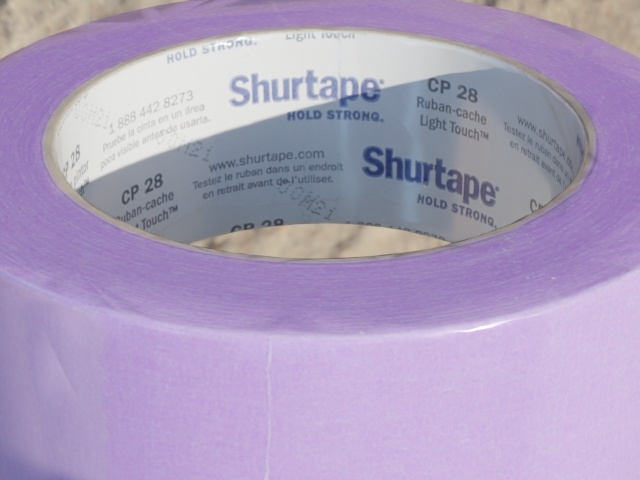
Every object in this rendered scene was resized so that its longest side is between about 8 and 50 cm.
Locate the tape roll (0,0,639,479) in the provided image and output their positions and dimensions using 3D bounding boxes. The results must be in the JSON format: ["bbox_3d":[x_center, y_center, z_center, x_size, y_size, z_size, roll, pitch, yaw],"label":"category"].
[{"bbox_3d":[0.000,0.000,0.654,0.275,0.090,0.275,1,29,0],"label":"tape roll"}]
